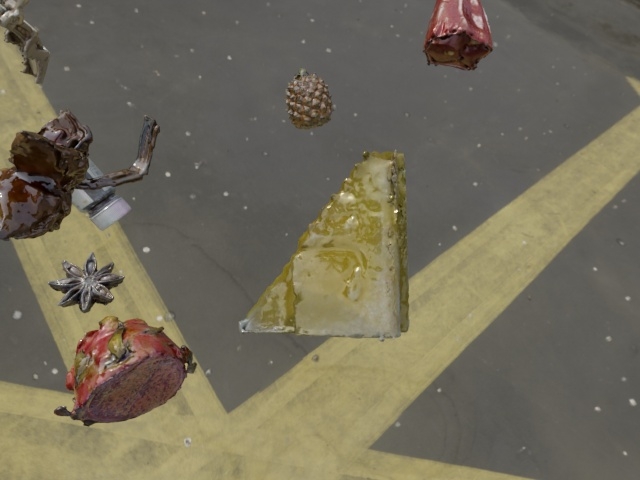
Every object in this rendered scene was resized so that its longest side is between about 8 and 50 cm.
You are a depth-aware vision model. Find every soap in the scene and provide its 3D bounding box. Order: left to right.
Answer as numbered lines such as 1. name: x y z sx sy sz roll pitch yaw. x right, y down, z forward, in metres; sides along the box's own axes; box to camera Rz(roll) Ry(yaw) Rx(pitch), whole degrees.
1. soap: 0.000 0.000 0.737 0.305 0.169 0.337 -2 82 16

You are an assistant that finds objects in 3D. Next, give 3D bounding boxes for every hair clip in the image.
1. hair clip: -0.390 -0.271 0.541 0.034 0.226 0.072 42 76 -15

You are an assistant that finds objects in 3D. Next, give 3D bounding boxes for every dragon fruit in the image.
1. dragon fruit: -0.571 0.332 1.170 0.263 0.296 0.314 47 15 35

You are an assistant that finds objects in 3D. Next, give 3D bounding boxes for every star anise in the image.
1. star anise: -0.417 -0.132 0.693 0.148 0.237 0.346 47 47 -8
2. star anise: -0.866 0.170 1.526 0.236 0.108 0.223 -22 63 -35

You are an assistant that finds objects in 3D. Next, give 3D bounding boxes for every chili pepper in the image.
1. chili pepper: 0.332 -0.523 0.964 0.144 0.136 0.252 -2 62 31

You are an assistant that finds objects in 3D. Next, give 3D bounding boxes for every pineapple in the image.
1. pineapple: -0.041 -0.457 1.306 0.167 0.166 0.192 -15 99 -26

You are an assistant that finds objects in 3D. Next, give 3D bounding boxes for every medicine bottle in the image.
1. medicine bottle: -0.907 -0.186 1.619 0.273 0.165 0.165 56 49 -21
